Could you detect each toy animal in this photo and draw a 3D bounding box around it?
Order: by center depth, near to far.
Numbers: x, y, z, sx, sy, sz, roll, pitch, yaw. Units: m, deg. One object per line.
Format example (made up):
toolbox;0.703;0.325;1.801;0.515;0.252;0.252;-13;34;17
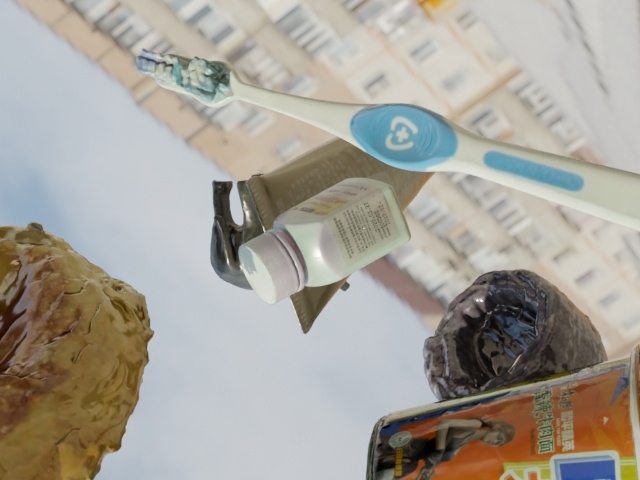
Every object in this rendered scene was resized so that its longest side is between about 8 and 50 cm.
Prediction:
toy animal;-0.042;-0.011;1.878;0.269;0.082;0.137;4;-96;-59

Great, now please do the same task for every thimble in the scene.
thimble;0.171;0.106;1.462;0.098;0.150;0.150;41;-158;-35

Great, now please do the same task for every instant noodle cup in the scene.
instant noodle cup;0.162;0.234;1.286;0.296;0.214;0.296;-8;-90;-77

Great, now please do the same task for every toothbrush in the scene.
toothbrush;0.058;-0.054;0.929;0.386;0.040;0.040;19;180;28

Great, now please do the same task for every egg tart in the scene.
egg tart;-0.322;0.158;1.260;0.443;0.443;0.178;-94;-11;-58

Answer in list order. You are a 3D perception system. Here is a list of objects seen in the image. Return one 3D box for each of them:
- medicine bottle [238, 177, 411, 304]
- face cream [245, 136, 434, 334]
medicine bottle;0.000;0.000;1.275;0.074;0.118;0.055;16;131;62
face cream;0.024;-0.040;1.506;0.341;0.084;0.137;-43;-64;-62
